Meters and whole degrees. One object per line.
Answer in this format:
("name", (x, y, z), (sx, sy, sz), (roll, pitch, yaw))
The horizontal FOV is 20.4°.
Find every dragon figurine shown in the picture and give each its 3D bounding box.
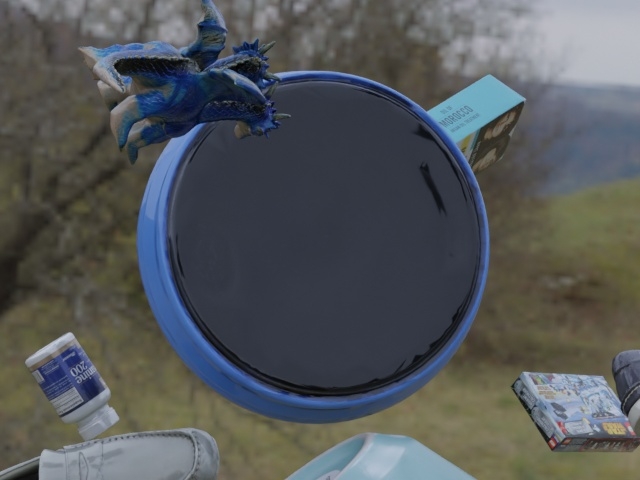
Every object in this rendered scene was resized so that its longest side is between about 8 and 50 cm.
("dragon figurine", (-0.098, -0.127, 1.343), (0.144, 0.085, 0.289), (-23, -11, -2))

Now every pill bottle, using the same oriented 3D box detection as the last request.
("pill bottle", (-0.290, 0.174, 2.099), (0.067, 0.120, 0.067), (-32, 4, 3))

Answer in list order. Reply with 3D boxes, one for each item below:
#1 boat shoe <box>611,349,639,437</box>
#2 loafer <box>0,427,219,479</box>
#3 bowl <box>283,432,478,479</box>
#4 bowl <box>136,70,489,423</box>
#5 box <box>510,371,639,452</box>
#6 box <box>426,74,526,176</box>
("boat shoe", (0.312, 0.099, 1.337), (0.206, 0.075, 0.065), (-6, 47, -24))
("loafer", (-0.259, 0.271, 1.900), (0.319, 0.112, 0.111), (-23, -34, 18))
("bowl", (0.019, 0.274, 1.451), (0.311, 0.163, 0.311), (-38, 3, 3))
("bowl", (0.000, 0.000, 1.920), (0.391, 0.391, 0.077), (4, -12, -13))
("box", (0.282, 0.189, 1.943), (0.137, 0.027, 0.094), (7, 40, -41))
("box", (0.142, -0.104, 2.105), (0.060, 0.100, 0.244), (37, 43, 21))
